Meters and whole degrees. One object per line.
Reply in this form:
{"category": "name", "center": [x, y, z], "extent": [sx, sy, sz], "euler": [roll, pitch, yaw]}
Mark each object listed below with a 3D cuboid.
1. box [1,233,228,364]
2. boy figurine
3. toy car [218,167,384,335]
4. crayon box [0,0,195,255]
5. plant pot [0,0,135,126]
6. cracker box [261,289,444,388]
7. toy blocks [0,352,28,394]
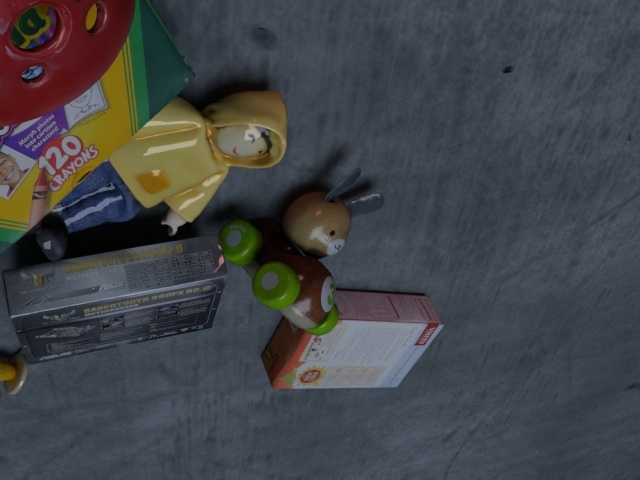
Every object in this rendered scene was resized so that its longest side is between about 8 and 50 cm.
{"category": "box", "center": [-0.233, 0.071, 0.892], "extent": [0.231, 0.056, 0.183], "euler": [-11, 158, -18]}
{"category": "boy figurine", "center": [-0.164, -0.074, 0.802], "extent": [0.285, 0.092, 0.177], "euler": [-20, 136, -3]}
{"category": "toy car", "center": [0.000, 0.000, 0.936], "extent": [0.188, 0.149, 0.155], "euler": [-44, 150, 2]}
{"category": "crayon box", "center": [-0.259, -0.116, 0.641], "extent": [0.278, 0.081, 0.165], "euler": [-45, 143, -11]}
{"category": "plant pot", "center": [-0.232, -0.193, 0.482], "extent": [0.191, 0.191, 0.174], "euler": [-23, 158, -4]}
{"category": "cracker box", "center": [0.048, 0.151, 1.159], "extent": [0.232, 0.067, 0.155], "euler": [7, 130, -31]}
{"category": "toy blocks", "center": [-0.450, 0.168, 0.927], "extent": [0.148, 0.054, 0.123], "euler": [24, 118, -42]}
